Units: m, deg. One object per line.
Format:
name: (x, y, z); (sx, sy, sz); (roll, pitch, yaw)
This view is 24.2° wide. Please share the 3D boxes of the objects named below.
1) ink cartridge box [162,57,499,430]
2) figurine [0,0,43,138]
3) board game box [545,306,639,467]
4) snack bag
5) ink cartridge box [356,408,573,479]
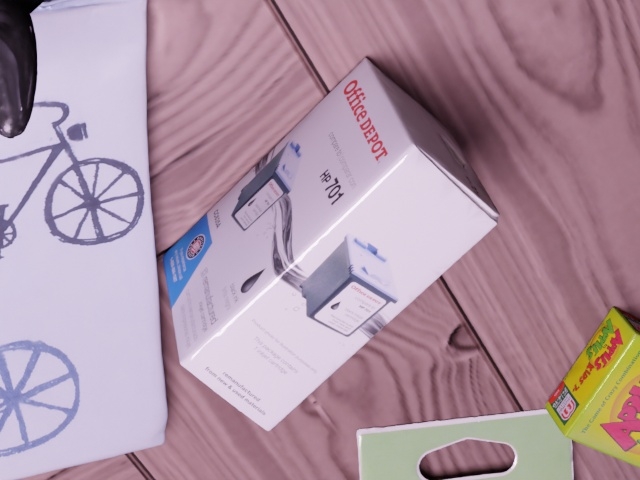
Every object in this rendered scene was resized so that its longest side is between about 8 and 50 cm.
ink cartridge box: (0.000, 0.000, 0.911); (0.082, 0.140, 0.190); (39, 104, -26)
figurine: (-0.211, -0.167, 0.719); (0.215, 0.209, 0.092); (34, 125, -26)
board game box: (0.266, 0.127, 1.097); (0.181, 0.043, 0.092); (24, 108, -24)
snack bag: (-0.253, 0.017, 0.891); (0.323, 0.037, 0.343); (-11, 120, -20)
ink cartridge box: (0.109, 0.243, 1.127); (0.171, 0.056, 0.235); (-5, 96, -10)
